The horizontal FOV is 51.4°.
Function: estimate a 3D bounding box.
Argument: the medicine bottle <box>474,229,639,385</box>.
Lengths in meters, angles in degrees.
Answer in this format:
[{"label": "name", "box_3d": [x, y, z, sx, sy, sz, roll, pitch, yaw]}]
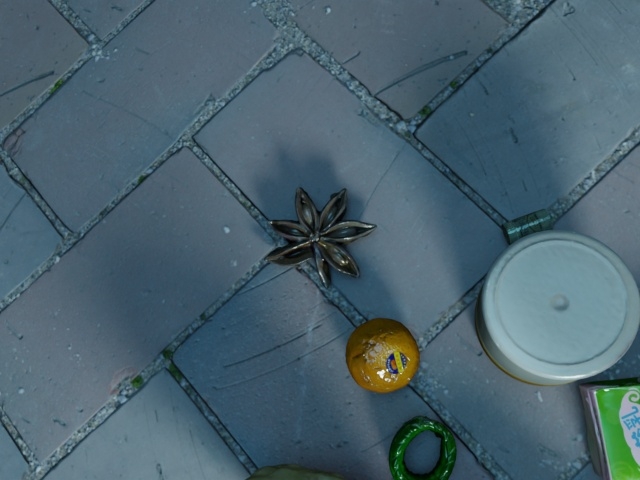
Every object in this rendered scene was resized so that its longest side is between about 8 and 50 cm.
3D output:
[{"label": "medicine bottle", "box_3d": [0.383, 0.119, 1.111, 0.238, 0.232, 0.237, -3, 75, 10]}]

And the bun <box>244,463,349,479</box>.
[{"label": "bun", "box_3d": [-0.008, 0.473, 1.021, 0.364, 0.364, 0.202, 23, 101, 15]}]

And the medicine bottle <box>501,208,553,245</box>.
[{"label": "medicine bottle", "box_3d": [0.386, -0.025, 1.243, 0.083, 0.047, 0.047, -20, 73, 5]}]

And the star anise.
[{"label": "star anise", "box_3d": [0.002, -0.016, 1.302, 0.212, 0.073, 0.196, 24, 85, 13]}]

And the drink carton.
[{"label": "drink carton", "box_3d": [0.580, 0.301, 1.084, 0.271, 0.108, 0.161, -9, 82, 7]}]

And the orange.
[{"label": "orange", "box_3d": [0.108, 0.206, 1.202, 0.136, 0.117, 0.135, -6, 104, -25]}]

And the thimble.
[{"label": "thimble", "box_3d": [0.179, 0.372, 1.160, 0.118, 0.090, 0.130, 5, 78, 9]}]
